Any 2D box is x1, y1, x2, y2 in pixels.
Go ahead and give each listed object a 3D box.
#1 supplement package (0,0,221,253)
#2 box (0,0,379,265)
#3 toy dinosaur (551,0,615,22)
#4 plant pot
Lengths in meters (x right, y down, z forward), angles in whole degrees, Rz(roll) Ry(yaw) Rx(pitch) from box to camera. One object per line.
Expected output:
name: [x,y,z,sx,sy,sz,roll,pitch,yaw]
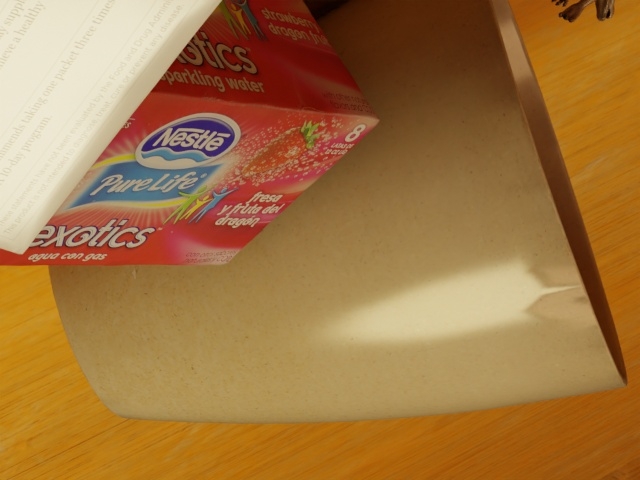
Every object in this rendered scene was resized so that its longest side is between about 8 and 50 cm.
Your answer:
supplement package: [-0.163,-0.118,0.545,0.244,0.139,0.134,20,132,-29]
box: [-0.110,-0.073,0.866,0.122,0.128,0.257,-43,156,27]
toy dinosaur: [0.181,-0.185,1.156,0.092,0.053,0.183,-38,172,-29]
plant pot: [0.000,0.000,1.071,0.274,0.256,0.256,-19,161,10]
